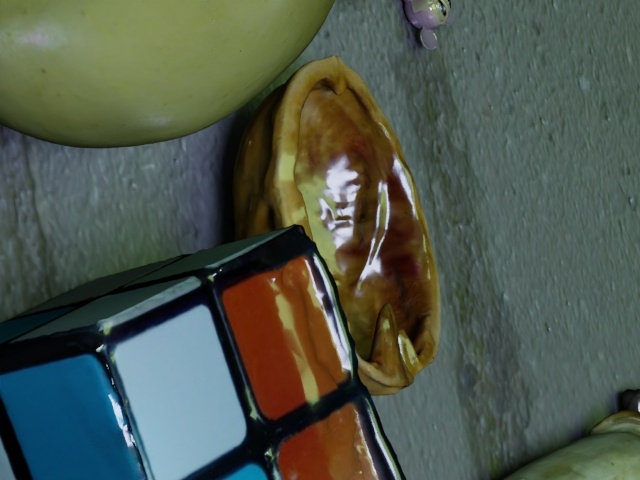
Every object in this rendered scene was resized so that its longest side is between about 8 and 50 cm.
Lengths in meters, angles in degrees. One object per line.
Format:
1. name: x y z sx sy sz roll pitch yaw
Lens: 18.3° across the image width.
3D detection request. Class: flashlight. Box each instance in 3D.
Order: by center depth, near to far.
1. flashlight: 0.062 -0.189 1.397 0.110 0.031 0.052 56 43 -22

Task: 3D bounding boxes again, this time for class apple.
1. apple: -0.104 -0.178 1.038 0.262 0.262 0.262 19 65 -46

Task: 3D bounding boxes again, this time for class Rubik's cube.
1. Rubik's cube: -0.085 0.111 1.021 0.180 0.167 0.183 -30 101 -49

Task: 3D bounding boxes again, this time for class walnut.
1. walnut: -0.002 -0.001 1.218 0.167 0.087 0.211 9 67 -55

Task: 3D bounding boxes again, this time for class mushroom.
1. mushroom: 0.155 0.201 1.350 0.312 0.081 0.100 -22 90 -49

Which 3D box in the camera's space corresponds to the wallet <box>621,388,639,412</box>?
1. wallet: 0.302 0.265 1.534 0.165 0.042 0.310 3 75 -48
